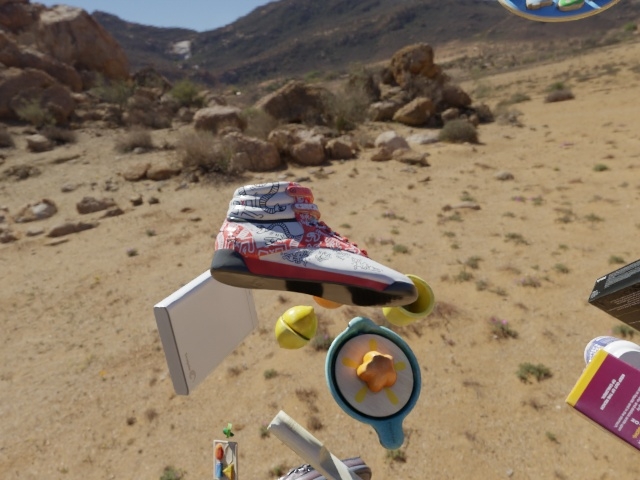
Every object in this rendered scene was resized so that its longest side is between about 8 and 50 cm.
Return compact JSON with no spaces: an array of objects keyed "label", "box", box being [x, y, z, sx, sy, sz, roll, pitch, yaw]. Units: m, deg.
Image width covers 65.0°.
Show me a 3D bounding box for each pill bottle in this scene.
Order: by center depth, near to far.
[{"label":"pill bottle","box":[0.630,0.256,1.061,0.094,0.094,0.169,-6,-7,12]}]

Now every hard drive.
[{"label":"hard drive","box":[-0.280,0.202,1.309,0.047,0.233,0.353,-2,18,23]}]

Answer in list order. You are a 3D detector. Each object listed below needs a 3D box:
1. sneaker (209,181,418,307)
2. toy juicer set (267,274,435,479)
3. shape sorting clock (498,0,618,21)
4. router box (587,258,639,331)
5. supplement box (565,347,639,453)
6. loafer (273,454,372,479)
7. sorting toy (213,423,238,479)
[{"label":"sneaker","box":[-0.001,-0.001,0.663,0.270,0.145,0.090,8,-23,4]},{"label":"toy juicer set","box":[0.034,0.167,0.668,0.209,0.089,0.329,21,57,-5]},{"label":"shape sorting clock","box":[0.359,-0.407,0.742,0.206,0.206,0.040,-6,-24,11]},{"label":"router box","box":[0.439,0.072,0.608,0.046,0.133,0.179,-57,-7,-20]},{"label":"supplement box","box":[0.396,0.217,0.580,0.188,0.081,0.104,33,-3,36]},{"label":"loafer","box":[-0.058,0.439,0.883,0.303,0.109,0.095,-16,37,-20]},{"label":"sorting toy","box":[-0.145,0.318,0.754,0.062,0.083,0.012,-15,-17,41]}]
